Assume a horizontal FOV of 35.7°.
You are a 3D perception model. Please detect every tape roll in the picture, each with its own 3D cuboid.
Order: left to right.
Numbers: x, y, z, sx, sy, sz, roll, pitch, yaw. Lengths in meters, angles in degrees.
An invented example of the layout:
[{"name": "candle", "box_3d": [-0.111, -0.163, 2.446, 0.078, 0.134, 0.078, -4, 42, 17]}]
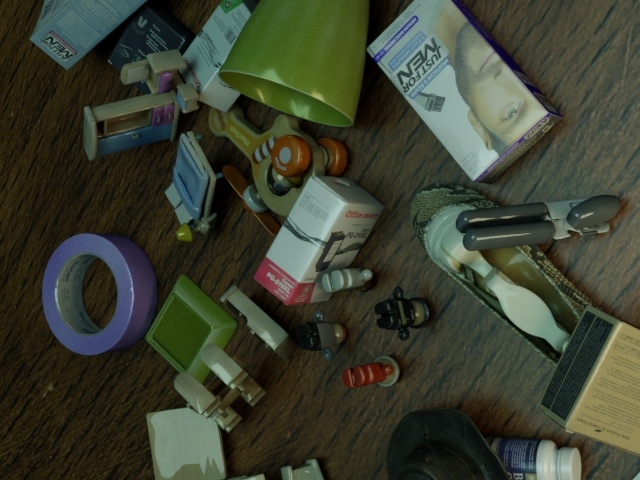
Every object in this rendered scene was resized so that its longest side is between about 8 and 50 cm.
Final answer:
[{"name": "tape roll", "box_3d": [-0.506, 0.121, 2.270, 0.274, 0.090, 0.275, 0, 90, 30]}]

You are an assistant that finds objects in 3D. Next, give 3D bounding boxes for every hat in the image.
[{"name": "hat", "box_3d": [0.193, 0.464, 1.794, 0.331, 0.133, 0.332, 21, 118, 47]}]

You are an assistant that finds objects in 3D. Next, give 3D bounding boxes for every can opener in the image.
[{"name": "can opener", "box_3d": [0.375, -0.043, 1.689, 0.095, 0.283, 0.076, 110, 149, -54]}]

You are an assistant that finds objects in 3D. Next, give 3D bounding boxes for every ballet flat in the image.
[{"name": "ballet flat", "box_3d": [0.320, 0.058, 1.752, 0.483, 0.182, 0.164, 44, 111, 22]}]

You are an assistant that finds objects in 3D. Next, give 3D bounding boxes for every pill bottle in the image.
[{"name": "pill bottle", "box_3d": [0.373, 0.401, 1.772, 0.169, 0.094, 0.094, -4, 88, 29]}]

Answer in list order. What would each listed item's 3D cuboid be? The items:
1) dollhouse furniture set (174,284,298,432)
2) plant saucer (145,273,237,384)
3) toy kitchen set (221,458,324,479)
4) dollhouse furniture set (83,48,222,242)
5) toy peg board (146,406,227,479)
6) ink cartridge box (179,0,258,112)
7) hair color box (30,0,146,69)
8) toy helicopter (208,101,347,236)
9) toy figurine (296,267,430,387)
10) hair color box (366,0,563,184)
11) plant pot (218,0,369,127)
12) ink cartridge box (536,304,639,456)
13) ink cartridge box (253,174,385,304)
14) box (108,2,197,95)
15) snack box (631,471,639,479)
[{"name": "dollhouse furniture set", "box_3d": [-0.193, 0.242, 2.031, 0.161, 0.212, 0.242, 40, 82, 21]}, {"name": "plant saucer", "box_3d": [-0.297, 0.202, 2.177, 0.188, 0.045, 0.188, 39, 108, 23]}, {"name": "toy kitchen set", "box_3d": [-0.097, 0.535, 2.058, 0.207, 0.166, 0.122, -32, 70, 64]}, {"name": "dollhouse furniture set", "box_3d": [-0.337, -0.170, 2.036, 0.303, 0.198, 0.286, 61, 155, 22]}, {"name": "toy peg board", "box_3d": [-0.280, 0.442, 2.163, 0.160, 0.079, 0.161, -11, 85, 13]}, {"name": "ink cartridge box", "box_3d": [-0.191, -0.394, 2.062, 0.208, 0.086, 0.153, -49, 44, 19]}, {"name": "hair color box", "box_3d": [-0.463, -0.562, 2.182, 0.374, 0.113, 0.185, -33, 35, 25]}, {"name": "toy helicopter", "box_3d": [-0.124, -0.168, 2.055, 0.355, 0.140, 0.235, 43, 119, 34]}, {"name": "toy figurine", "box_3d": [0.082, 0.164, 1.915, 0.209, 0.148, 0.213, 33, 108, 31]}, {"name": "hair color box", "box_3d": [0.261, -0.290, 1.829, 0.185, 0.110, 0.339, -44, 72, 21]}, {"name": "plant pot", "box_3d": [-0.016, -0.404, 1.900, 0.274, 0.274, 0.294, 18, 86, 28]}, {"name": "ink cartridge box", "box_3d": [0.492, 0.234, 1.613, 0.193, 0.234, 0.088, -64, 31, 5]}, {"name": "ink cartridge box", "box_3d": [0.000, 0.000, 1.937, 0.100, 0.172, 0.237, 38, 107, 24]}, {"name": "box", "box_3d": [-0.357, -0.411, 2.181, 0.156, 0.093, 0.158, 44, 110, 23]}, {"name": "snack box", "box_3d": [0.582, 0.490, 1.675, 0.187, 0.060, 0.322, 43, 109, 22]}]
